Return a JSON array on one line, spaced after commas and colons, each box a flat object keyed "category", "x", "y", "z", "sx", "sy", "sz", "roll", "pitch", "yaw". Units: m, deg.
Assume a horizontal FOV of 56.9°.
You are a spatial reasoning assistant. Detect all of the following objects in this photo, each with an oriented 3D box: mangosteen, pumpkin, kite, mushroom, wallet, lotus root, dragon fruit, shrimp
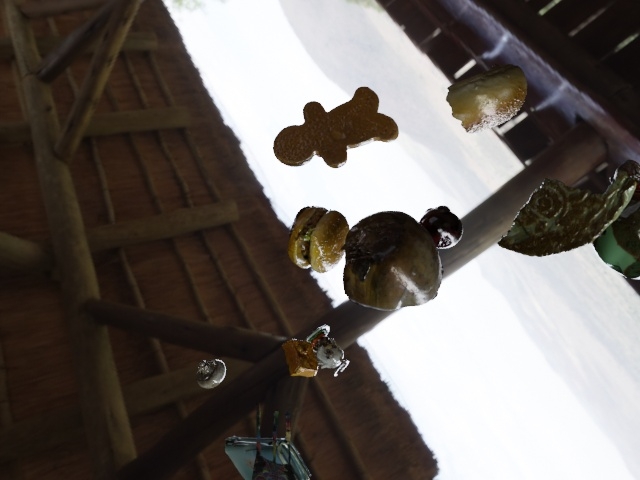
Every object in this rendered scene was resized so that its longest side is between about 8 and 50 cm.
[{"category": "mangosteen", "x": 0.344, "y": -0.046, "z": 1.704, "sx": 0.140, "sy": 0.140, "sz": 0.140, "roll": 49, "pitch": -168, "yaw": -14}, {"category": "pumpkin", "x": -0.046, "y": 0.266, "z": 1.320, "sx": 0.074, "sy": 0.054, "sz": 0.083, "roll": 24, "pitch": -143, "yaw": -49}, {"category": "kite", "x": -0.114, "y": 0.534, "z": 1.437, "sx": 0.015, "sy": 0.152, "sz": 0.285, "roll": -23, "pitch": -66, "yaw": -64}, {"category": "mushroom", "x": -0.298, "y": 0.345, "z": 1.564, "sx": 0.079, "sy": 0.085, "sz": 0.085, "roll": 49, "pitch": -170, "yaw": -40}, {"category": "wallet", "x": -0.160, "y": 0.658, "z": 1.752, "sx": 0.075, "sy": 0.251, "sz": 0.176, "roll": -44, "pitch": -69, "yaw": -44}, {"category": "lotus root", "x": 0.158, "y": 0.031, "z": 1.414, "sx": 0.192, "sy": 0.272, "sz": 0.272, "roll": 67, "pitch": 177, "yaw": -47}, {"category": "dragon fruit", "x": 0.824, "y": -0.013, "z": 1.553, "sx": 0.268, "sy": 0.130, "sz": 0.295, "roll": 35, "pitch": 146, "yaw": 36}, {"category": "shrimp", "x": 0.855, "y": -0.171, "z": 1.651, "sx": 0.073, "sy": 0.075, "sz": 0.190, "roll": 46, "pitch": -136, "yaw": 5}]

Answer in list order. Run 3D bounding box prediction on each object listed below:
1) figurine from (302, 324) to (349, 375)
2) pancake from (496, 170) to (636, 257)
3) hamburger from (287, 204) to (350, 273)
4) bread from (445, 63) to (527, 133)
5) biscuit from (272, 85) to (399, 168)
[{"category": "figurine", "x": 0.025, "y": 0.371, "z": 1.932, "sx": 0.154, "sy": 0.132, "sz": 0.132, "roll": 43, "pitch": -173, "yaw": 24}, {"category": "pancake", "x": 0.594, "y": -0.064, "z": 1.465, "sx": 0.054, "sy": 0.377, "sz": 0.197, "roll": 7, "pitch": -113, "yaw": -46}, {"category": "hamburger", "x": 0.003, "y": 0.005, "z": 1.585, "sx": 0.118, "sy": 0.190, "sz": 0.182, "roll": 25, "pitch": -142, "yaw": 31}, {"category": "bread", "x": 0.519, "y": -0.431, "z": 1.757, "sx": 0.314, "sy": 0.192, "sz": 0.171, "roll": -33, "pitch": -78, "yaw": -55}, {"category": "biscuit", "x": 0.030, "y": -0.298, "z": 1.638, "sx": 0.215, "sy": 0.340, "sz": 0.047, "roll": 62, "pitch": 174, "yaw": 20}]
